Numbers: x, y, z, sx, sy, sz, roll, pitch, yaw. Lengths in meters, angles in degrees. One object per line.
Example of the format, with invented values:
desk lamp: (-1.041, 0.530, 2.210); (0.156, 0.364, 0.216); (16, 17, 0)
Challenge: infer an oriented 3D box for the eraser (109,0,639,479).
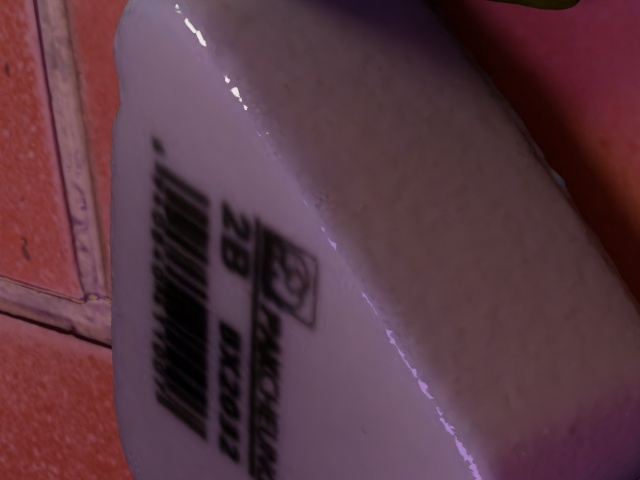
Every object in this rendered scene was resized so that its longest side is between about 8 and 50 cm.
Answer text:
eraser: (0.000, 0.000, 0.981); (0.331, 0.150, 0.331); (28, 127, 46)

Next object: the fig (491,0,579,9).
fig: (0.015, -0.189, 0.878); (0.233, 0.167, 0.167); (46, 135, 15)
